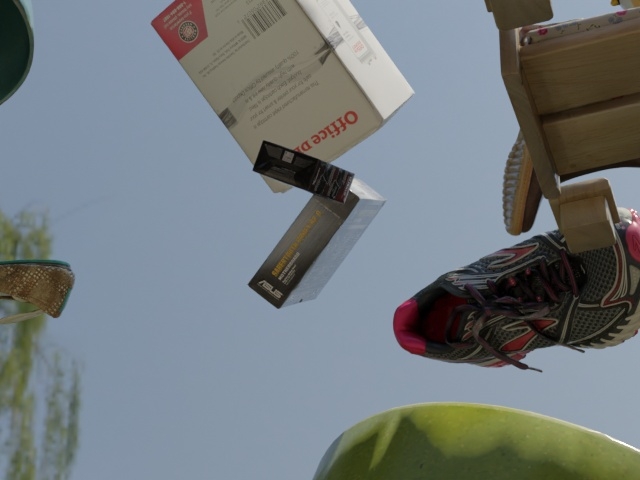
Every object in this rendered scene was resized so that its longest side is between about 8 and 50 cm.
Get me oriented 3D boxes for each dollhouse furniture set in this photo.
[{"bbox_3d":[0.264,-0.180,0.847,0.303,0.173,0.355,-11,-36,14],"label":"dollhouse furniture set"}]

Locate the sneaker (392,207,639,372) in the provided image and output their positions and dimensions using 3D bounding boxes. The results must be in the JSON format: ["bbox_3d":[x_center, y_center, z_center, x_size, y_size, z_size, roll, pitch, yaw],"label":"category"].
[{"bbox_3d":[0.190,0.059,1.232,0.112,0.120,0.299,2,-22,-35],"label":"sneaker"}]

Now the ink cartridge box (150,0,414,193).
[{"bbox_3d":[-0.049,-0.233,1.706,0.207,0.117,0.283,-32,-82,37],"label":"ink cartridge box"}]

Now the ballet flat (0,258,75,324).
[{"bbox_3d":[-0.355,0.054,1.377,0.206,0.067,0.073,0,-14,18],"label":"ballet flat"}]

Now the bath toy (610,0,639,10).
[{"bbox_3d":[0.339,-0.360,1.519,0.348,0.151,0.129,40,-38,-21],"label":"bath toy"}]

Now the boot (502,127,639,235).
[{"bbox_3d":[0.363,-0.111,1.781,0.207,0.090,0.248,10,-79,-8],"label":"boot"}]

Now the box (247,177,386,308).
[{"bbox_3d":[0.000,0.000,1.804,0.056,0.231,0.183,37,-82,9],"label":"box"}]

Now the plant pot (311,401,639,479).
[{"bbox_3d":[0.052,0.269,0.559,0.275,0.293,0.274,20,-41,19],"label":"plant pot"}]

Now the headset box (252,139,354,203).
[{"bbox_3d":[-0.013,-0.061,1.201,0.062,0.032,0.083,21,1,27],"label":"headset box"}]

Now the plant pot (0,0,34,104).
[{"bbox_3d":[-0.431,-0.278,1.340,0.290,0.195,0.290,-2,-34,-1],"label":"plant pot"}]
